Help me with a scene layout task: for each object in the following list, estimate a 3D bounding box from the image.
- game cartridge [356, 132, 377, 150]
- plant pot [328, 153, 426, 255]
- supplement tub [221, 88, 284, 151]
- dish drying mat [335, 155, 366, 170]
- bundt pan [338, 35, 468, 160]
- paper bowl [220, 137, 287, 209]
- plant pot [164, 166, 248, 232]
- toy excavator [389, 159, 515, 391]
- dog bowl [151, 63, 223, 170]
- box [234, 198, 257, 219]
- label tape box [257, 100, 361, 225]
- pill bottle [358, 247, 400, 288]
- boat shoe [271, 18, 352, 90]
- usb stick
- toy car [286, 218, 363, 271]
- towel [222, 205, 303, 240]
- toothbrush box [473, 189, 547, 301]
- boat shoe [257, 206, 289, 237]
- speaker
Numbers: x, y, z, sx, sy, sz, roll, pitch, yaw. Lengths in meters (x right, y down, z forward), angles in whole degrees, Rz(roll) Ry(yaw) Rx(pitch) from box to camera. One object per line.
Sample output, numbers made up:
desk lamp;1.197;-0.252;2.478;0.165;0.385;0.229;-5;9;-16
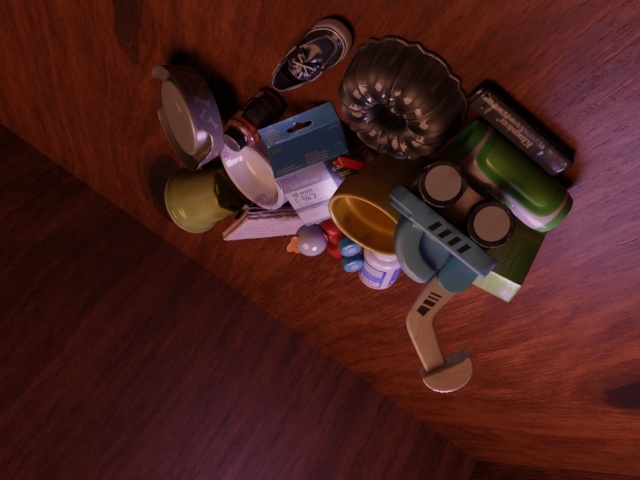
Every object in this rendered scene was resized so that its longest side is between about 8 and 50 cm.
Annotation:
game cartridge;0.142;-0.285;1.636;0.083;0.056;0.017;37;149;-5
plant pot;0.187;-0.125;1.653;0.254;0.239;0.254;29;156;14
supplement tub;-0.204;-0.353;1.765;0.106;0.198;0.106;33;157;16
dish drying mat;0.085;-0.218;1.684;0.083;0.008;0.032;13;131;-18
bundt pan;0.181;-0.320;1.439;0.331;0.124;0.331;29;156;14
paper bowl;-0.183;-0.253;1.961;0.284;0.148;0.284;34;149;24
plant pot;-0.430;-0.182;2.357;0.254;0.276;0.276;-10;132;42
toy excavator;0.284;0.081;1.437;0.433;0.445;0.222;39;-170;-2
dog bowl;-0.427;-0.406;1.924;0.349;0.102;0.348;44;148;37
box;-0.232;-0.163;2.188;0.045;0.184;0.191;36;157;-10
label tape box;-0.009;-0.214;1.763;0.241;0.106;0.333;-19;134;16
pill bottle;0.219;0.055;2.061;0.152;0.152;0.272;30;155;10
boat shoe;-0.034;-0.451;1.488;0.108;0.102;0.301;44;154;-22
usb stick;0.449;-0.246;1.329;0.278;0.045;0.077;38;157;-8
toy car;0.000;0.000;2.033;0.210;0.238;0.219;76;176;-57
towel;-0.165;-0.066;2.200;0.332;0.053;0.317;-5;169;-25
toothbrush box;0.437;0.001;1.612;0.283;0.206;0.122;28;156;15
boat shoe;-0.193;-0.091;2.417;0.206;0.065;0.075;38;156;-9
speaker;0.448;-0.152;1.402;0.296;0.131;0.131;38;156;-8
